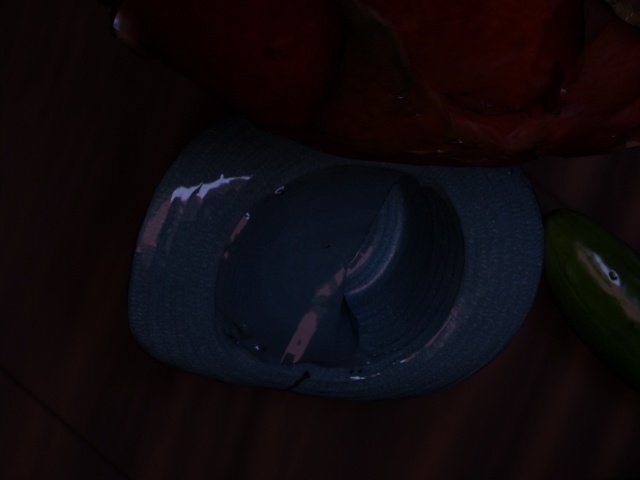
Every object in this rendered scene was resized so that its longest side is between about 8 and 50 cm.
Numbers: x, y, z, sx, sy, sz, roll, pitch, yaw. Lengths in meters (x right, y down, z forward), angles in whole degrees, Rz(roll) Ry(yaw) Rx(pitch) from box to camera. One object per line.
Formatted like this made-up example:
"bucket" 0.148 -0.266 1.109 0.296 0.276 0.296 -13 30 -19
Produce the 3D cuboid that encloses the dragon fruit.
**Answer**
"dragon fruit" 0.042 -0.164 0.661 0.295 0.301 0.296 0 90 9

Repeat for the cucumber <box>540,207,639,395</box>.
"cucumber" 0.190 0.071 0.865 0.250 0.056 0.056 36 99 -9

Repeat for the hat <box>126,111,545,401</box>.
"hat" 0.000 0.000 0.828 0.191 0.078 0.138 7 113 -25
